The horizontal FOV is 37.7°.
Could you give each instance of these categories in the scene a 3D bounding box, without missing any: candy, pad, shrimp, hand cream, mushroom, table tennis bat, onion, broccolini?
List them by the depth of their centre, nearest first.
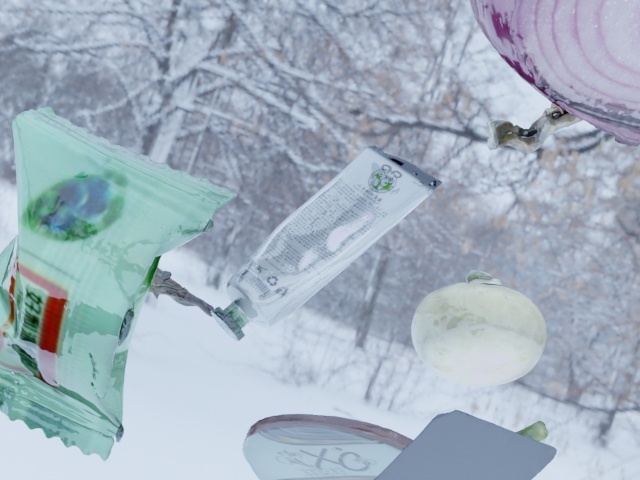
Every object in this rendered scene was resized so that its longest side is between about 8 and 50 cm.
[{"bbox_3d":[0.050,0.156,0.517,0.112,0.157,0.003,27,21,-41],"label":"pad"},{"bbox_3d":[0.194,-0.157,0.575,0.207,0.201,0.200,0,-5,9],"label":"onion"},{"bbox_3d":[0.026,0.221,0.827,0.173,0.022,0.301,5,-34,13],"label":"table tennis bat"},{"bbox_3d":[-0.295,0.066,1.096,0.262,0.398,0.172,32,26,10],"label":"candy"},{"bbox_3d":[0.205,0.292,1.191,0.216,0.058,0.067,-35,-19,33],"label":"broccolini"},{"bbox_3d":[0.000,0.000,1.207,0.121,0.336,0.076,38,-19,28],"label":"hand cream"},{"bbox_3d":[-0.289,0.075,1.409,0.262,0.117,0.066,34,-19,-20],"label":"shrimp"},{"bbox_3d":[0.296,0.157,1.739,0.246,0.202,0.246,11,-32,7],"label":"mushroom"}]
